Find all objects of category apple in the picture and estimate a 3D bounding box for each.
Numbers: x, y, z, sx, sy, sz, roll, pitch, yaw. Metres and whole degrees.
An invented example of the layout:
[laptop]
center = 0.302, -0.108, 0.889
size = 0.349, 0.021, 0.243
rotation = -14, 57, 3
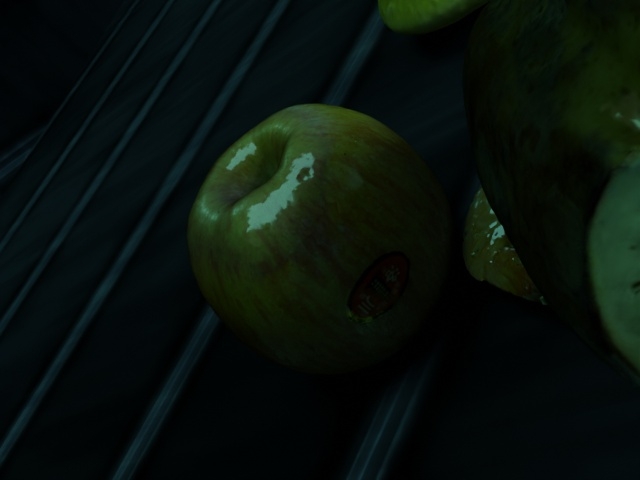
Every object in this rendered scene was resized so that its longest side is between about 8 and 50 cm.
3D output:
[apple]
center = 0.000, 0.000, 0.822
size = 0.211, 0.188, 0.211
rotation = -35, 31, 26

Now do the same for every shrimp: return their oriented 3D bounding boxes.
[shrimp]
center = 0.155, 0.002, 0.724
size = 0.115, 0.051, 0.217
rotation = -47, 25, 21

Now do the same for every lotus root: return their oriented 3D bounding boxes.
[lotus root]
center = 0.201, -0.078, 0.540
size = 0.250, 0.250, 0.346
rotation = -41, 26, 18

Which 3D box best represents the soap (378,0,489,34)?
[soap]
center = 0.187, -0.395, 1.153
size = 0.306, 0.115, 0.427
rotation = -27, 32, 34
